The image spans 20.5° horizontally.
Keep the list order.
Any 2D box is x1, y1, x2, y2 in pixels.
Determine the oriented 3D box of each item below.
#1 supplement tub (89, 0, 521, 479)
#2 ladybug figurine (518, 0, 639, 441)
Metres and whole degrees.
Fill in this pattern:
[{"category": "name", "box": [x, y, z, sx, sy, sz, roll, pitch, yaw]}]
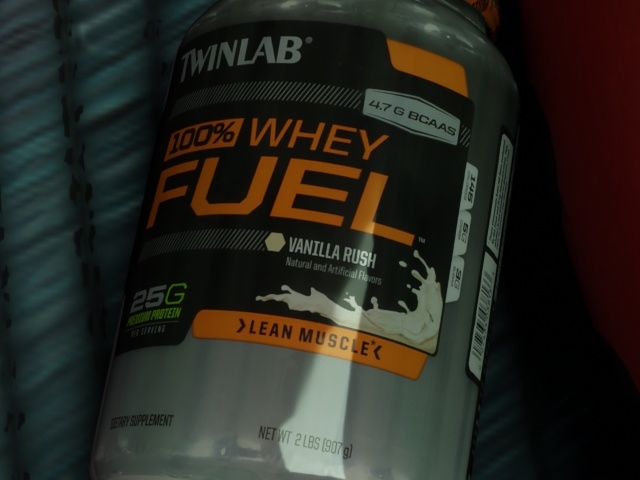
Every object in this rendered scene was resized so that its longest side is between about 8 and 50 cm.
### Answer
[{"category": "supplement tub", "box": [0.000, 0.000, 0.562, 0.117, 0.117, 0.190, 15, 71, -16]}, {"category": "ladybug figurine", "box": [0.186, -0.016, 0.582, 0.305, 0.162, 0.449, -2, 73, -51]}]
